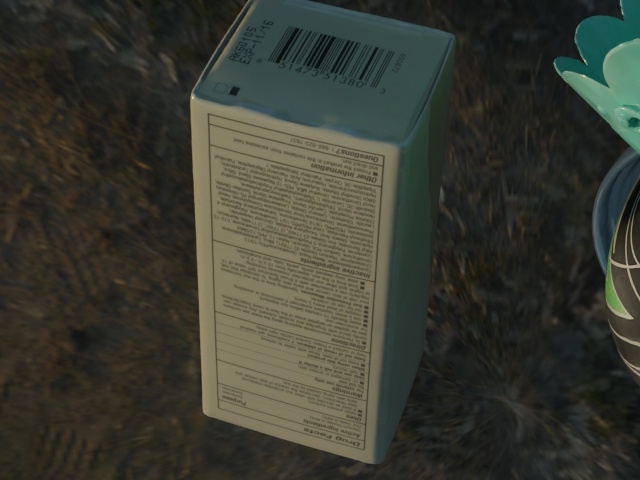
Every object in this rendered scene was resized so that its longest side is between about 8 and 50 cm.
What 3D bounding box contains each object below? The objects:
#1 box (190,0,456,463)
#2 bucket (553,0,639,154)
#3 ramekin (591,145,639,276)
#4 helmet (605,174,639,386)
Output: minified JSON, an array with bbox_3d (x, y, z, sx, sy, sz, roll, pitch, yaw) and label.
[{"bbox_3d":[0.000,0.000,1.114,0.148,0.311,0.121,15,46,11],"label":"box"},{"bbox_3d":[0.293,-0.115,0.903,0.281,0.281,0.183,-41,97,1],"label":"bucket"},{"bbox_3d":[0.316,-0.016,1.196,0.207,0.207,0.109,36,48,9],"label":"ramekin"},{"bbox_3d":[0.205,0.017,0.720,0.169,0.169,0.162,21,82,8],"label":"helmet"}]
